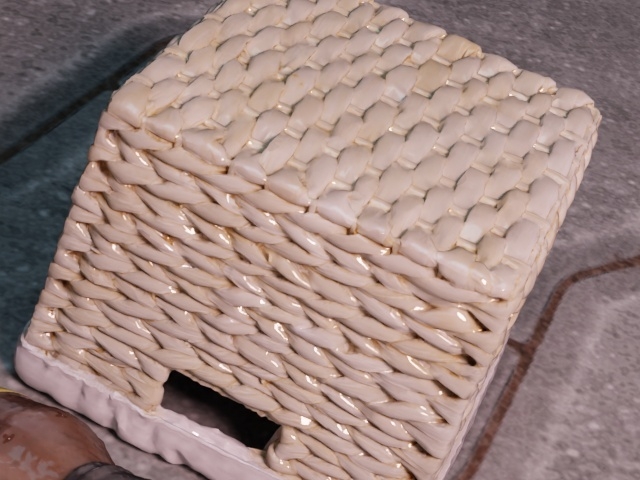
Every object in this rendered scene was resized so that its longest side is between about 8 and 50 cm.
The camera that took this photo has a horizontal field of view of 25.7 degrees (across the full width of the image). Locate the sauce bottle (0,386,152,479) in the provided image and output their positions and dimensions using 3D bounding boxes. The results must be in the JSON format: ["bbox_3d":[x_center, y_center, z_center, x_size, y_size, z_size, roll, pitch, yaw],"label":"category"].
[{"bbox_3d":[-0.198,0.133,0.797,0.344,0.111,0.111,9,24,37],"label":"sauce bottle"}]

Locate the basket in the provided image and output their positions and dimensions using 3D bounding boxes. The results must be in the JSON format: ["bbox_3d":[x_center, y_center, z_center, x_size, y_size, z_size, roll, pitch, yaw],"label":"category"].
[{"bbox_3d":[0.000,0.000,1.063,0.328,0.266,0.331,26,36,8],"label":"basket"}]
